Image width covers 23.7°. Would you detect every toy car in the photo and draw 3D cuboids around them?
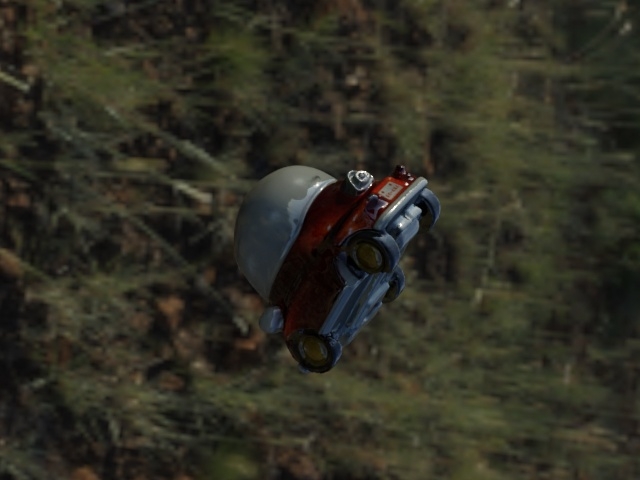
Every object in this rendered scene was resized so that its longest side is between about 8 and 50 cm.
[{"bbox_3d":[0.000,0.000,0.966,0.112,0.112,0.139,-43,164,-49],"label":"toy car"}]
